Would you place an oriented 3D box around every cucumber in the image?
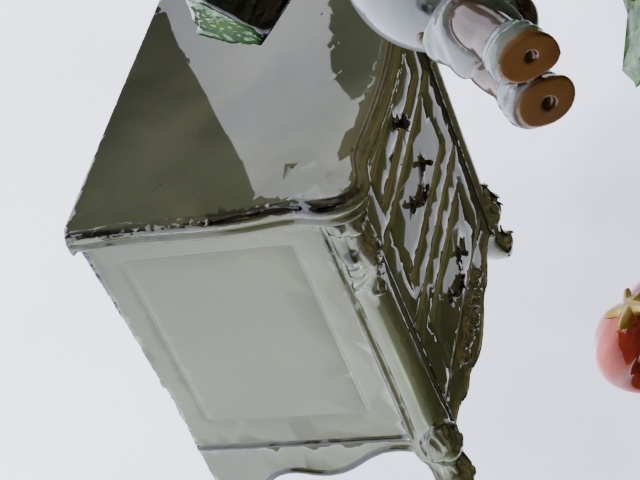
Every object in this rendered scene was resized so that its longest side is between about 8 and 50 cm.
[{"bbox_3d":[-0.020,-0.211,1.069,0.086,0.115,0.193,27,-100,-4],"label":"cucumber"}]

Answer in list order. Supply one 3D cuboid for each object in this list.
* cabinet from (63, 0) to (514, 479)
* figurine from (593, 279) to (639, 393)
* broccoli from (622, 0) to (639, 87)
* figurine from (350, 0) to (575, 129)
[{"bbox_3d":[0.000,0.000,1.384,0.290,0.227,0.318,-75,-30,-44],"label":"cabinet"},{"bbox_3d":[0.405,0.113,1.679,0.181,0.208,0.257,5,-147,-48],"label":"figurine"},{"bbox_3d":[0.209,-0.233,0.681,0.310,0.321,0.413,18,-112,-6],"label":"broccoli"},{"bbox_3d":[0.073,-0.126,0.858,0.093,0.197,0.147,-32,-50,-11],"label":"figurine"}]
